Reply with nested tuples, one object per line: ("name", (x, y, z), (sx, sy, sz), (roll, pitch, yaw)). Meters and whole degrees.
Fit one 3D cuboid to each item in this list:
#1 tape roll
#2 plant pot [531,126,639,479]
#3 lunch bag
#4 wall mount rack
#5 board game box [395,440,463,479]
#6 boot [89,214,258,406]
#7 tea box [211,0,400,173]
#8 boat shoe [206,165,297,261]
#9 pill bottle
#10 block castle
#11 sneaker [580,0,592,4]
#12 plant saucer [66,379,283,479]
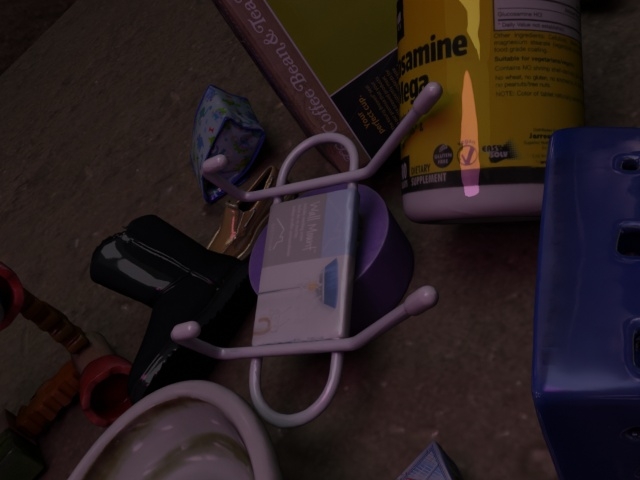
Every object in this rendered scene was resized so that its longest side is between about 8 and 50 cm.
("tape roll", (0.012, 0.024, 0.833), (0.188, 0.080, 0.189), (-19, 44, 19))
("plant pot", (0.281, 0.068, 0.488), (0.212, 0.236, 0.236), (-3, 50, 27))
("lunch bag", (-0.164, -0.153, 1.118), (0.151, 0.096, 0.129), (-57, 34, 22))
("wall mount rack", (0.000, 0.000, 0.688), (0.304, 0.130, 0.350), (-11, 60, 30))
("board game box", (0.091, 0.276, 0.554), (0.194, 0.060, 0.194), (18, 65, 44))
("boot", (-0.218, 0.084, 0.873), (0.207, 0.094, 0.246), (21, 53, 22))
("tea box", (0.052, -0.317, 0.896), (0.323, 0.329, 0.220), (-35, 19, 1))
("boat shoe", (-0.118, -0.030, 0.981), (0.068, 0.072, 0.190), (20, 66, 45))
("pill bottle", (0.174, -0.187, 0.716), (0.187, 0.187, 0.334), (-3, 88, 34))
("block castle", (-0.460, 0.243, 0.798), (0.453, 0.303, 0.212), (-46, 35, -10))
("sneaker", (0.371, -0.469, 0.999), (0.146, 0.134, 0.344), (-21, 42, 17))
("plant saucer", (-0.149, 0.328, 0.608), (0.400, 0.100, 0.401), (-33, 38, 30))
